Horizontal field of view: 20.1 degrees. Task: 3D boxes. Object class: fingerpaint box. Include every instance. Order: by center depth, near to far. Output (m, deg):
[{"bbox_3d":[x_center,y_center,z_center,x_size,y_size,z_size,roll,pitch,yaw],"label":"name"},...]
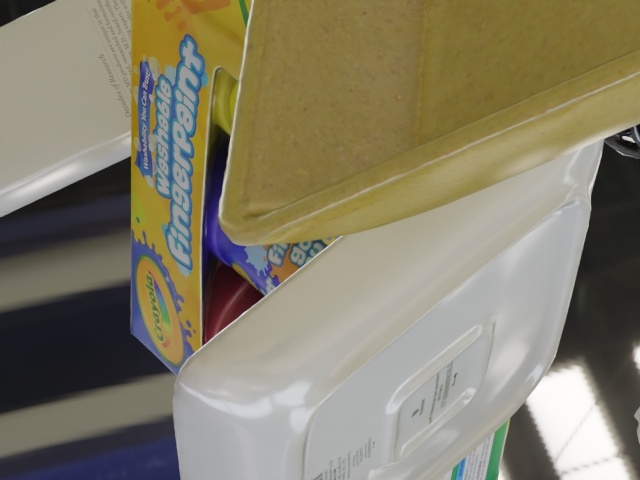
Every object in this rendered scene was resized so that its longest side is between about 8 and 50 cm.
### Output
[{"bbox_3d":[0.000,0.000,1.561,0.163,0.445,0.371,-27,-128,-31],"label":"fingerpaint box"}]

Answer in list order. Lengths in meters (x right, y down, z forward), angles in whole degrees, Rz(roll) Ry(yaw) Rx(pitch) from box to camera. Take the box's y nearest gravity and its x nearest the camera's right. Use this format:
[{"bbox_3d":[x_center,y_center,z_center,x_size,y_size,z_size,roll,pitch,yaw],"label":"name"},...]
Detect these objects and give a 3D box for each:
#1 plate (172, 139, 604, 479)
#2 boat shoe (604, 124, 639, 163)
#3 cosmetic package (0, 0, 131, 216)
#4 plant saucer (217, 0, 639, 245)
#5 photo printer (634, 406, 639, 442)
[{"bbox_3d":[0.046,0.068,0.917,0.278,0.277,0.045,-37,-116,-24],"label":"plate"},{"bbox_3d":[0.217,-0.110,1.083,0.500,0.187,0.156,-9,-107,29],"label":"boat shoe"},{"bbox_3d":[-0.229,-0.159,1.807,0.365,0.197,0.155,-26,-92,5],"label":"cosmetic package"},{"bbox_3d":[0.123,-0.166,0.674,0.333,0.081,0.333,-23,-133,36],"label":"plant saucer"},{"bbox_3d":[0.423,0.065,1.461,0.307,0.256,0.107,-33,-97,-42],"label":"photo printer"}]
